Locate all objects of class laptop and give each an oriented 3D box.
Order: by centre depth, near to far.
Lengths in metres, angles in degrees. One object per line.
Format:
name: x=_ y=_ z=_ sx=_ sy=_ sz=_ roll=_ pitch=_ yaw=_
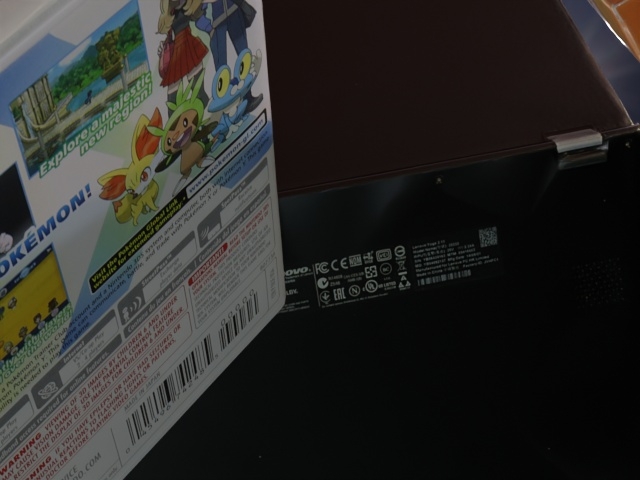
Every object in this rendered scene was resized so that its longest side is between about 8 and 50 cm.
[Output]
laptop: x=0.000 y=0.000 z=0.964 sx=0.382 sy=0.407 sz=0.236 roll=-11 pitch=-168 yaw=-8

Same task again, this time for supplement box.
supplement box: x=0.293 y=-0.246 z=1.372 sx=0.080 sy=0.078 sz=0.233 roll=-33 pitch=-155 yaw=8

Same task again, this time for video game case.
video game case: x=-0.132 y=0.039 z=0.578 sx=0.329 sy=0.036 sz=0.300 roll=-46 pitch=154 yaw=-28
